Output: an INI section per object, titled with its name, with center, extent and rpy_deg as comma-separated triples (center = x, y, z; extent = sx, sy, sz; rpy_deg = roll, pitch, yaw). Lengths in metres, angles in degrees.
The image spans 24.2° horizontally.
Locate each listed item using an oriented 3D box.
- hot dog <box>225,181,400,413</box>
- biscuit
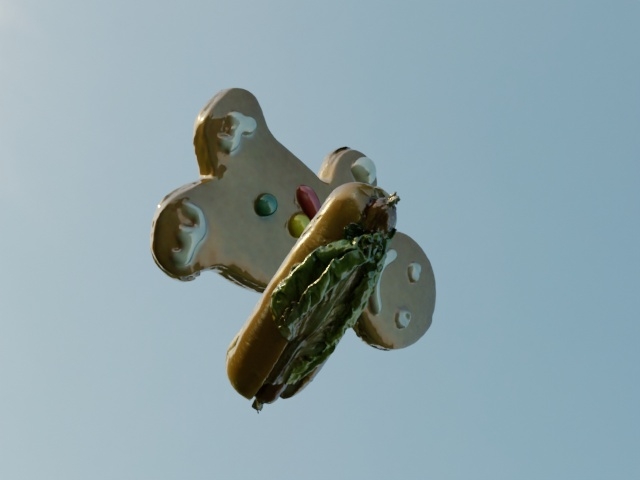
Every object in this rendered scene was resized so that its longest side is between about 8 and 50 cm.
[hot dog]
center = -0.001, 0.029, 0.697
extent = 0.041, 0.056, 0.133
rpy_deg = 51, -61, 41
[biscuit]
center = 0.000, 0.000, 1.391
extent = 0.340, 0.216, 0.047
rpy_deg = 36, -26, -34
